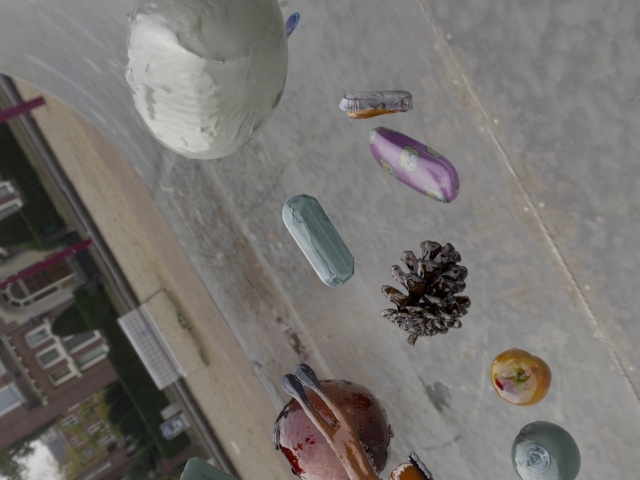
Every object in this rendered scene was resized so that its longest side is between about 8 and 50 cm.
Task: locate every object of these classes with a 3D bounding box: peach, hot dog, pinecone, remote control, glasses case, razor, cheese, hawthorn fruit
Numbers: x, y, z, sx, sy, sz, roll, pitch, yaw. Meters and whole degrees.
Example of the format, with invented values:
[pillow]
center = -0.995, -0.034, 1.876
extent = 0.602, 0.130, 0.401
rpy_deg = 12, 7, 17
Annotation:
[peach]
center = 0.466, 0.322, 1.390
extent = 0.138, 0.138, 0.138
rpy_deg = 47, 156, 29
[hot dog]
center = 0.144, -0.349, 1.511
extent = 0.108, 0.191, 0.059
rpy_deg = -110, 17, -53
[pinecone]
center = 0.288, 0.133, 1.598
extent = 0.244, 0.309, 0.244
rpy_deg = 14, 151, 8
[remote control]
center = 0.000, 0.000, 1.403
extent = 0.052, 0.104, 0.247
rpy_deg = -16, 113, 50
[glasses case]
center = 0.232, -0.197, 1.512
extent = 0.316, 0.076, 0.123
rpy_deg = 40, 155, 43
[razor]
center = -0.074, -0.422, 1.242
extent = 0.044, 0.028, 0.154
rpy_deg = 47, 156, -1
[cheese]
center = -0.113, -0.183, 0.622
extent = 0.154, 0.198, 0.189
rpy_deg = 20, 133, -1
[hawthorn fruit]
center = 0.029, 0.495, 1.516
extent = 0.316, 0.316, 0.316
rpy_deg = 47, 156, 29

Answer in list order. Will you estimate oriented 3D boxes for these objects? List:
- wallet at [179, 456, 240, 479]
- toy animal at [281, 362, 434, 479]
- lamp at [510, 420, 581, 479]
[wallet]
center = -0.307, 0.784, 1.642
extent = 0.252, 0.083, 0.360
rpy_deg = 33, -157, -8
[toy animal]
center = 0.059, 0.364, 0.846
extent = 0.302, 0.225, 0.284
rpy_deg = 55, 180, -24
[lamp]
center = 0.350, 0.336, 0.926
extent = 0.105, 0.105, 0.105
rpy_deg = 47, 156, 29
